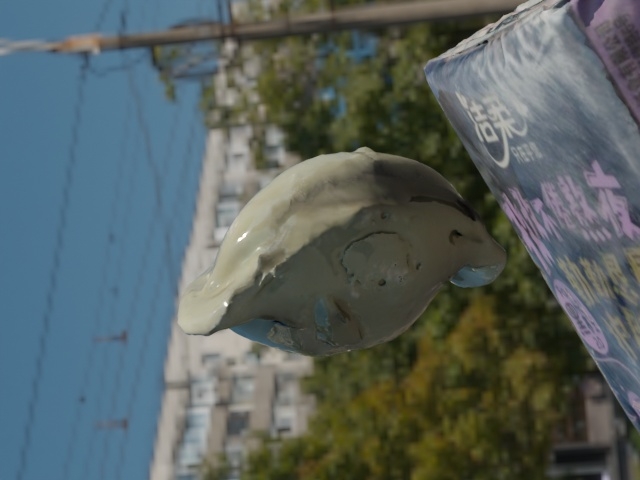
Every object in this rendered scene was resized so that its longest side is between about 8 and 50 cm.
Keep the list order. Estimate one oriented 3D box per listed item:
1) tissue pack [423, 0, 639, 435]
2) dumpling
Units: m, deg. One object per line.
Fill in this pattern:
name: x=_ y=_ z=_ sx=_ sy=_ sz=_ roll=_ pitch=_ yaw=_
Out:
tissue pack: x=0.222 y=0.002 z=1.038 sx=0.361 sy=0.122 sz=0.259 roll=59 pitch=165 yaw=-4
dumpling: x=0.000 y=0.000 z=1.505 sx=0.243 sy=0.318 sz=0.187 roll=29 pitch=123 yaw=59
